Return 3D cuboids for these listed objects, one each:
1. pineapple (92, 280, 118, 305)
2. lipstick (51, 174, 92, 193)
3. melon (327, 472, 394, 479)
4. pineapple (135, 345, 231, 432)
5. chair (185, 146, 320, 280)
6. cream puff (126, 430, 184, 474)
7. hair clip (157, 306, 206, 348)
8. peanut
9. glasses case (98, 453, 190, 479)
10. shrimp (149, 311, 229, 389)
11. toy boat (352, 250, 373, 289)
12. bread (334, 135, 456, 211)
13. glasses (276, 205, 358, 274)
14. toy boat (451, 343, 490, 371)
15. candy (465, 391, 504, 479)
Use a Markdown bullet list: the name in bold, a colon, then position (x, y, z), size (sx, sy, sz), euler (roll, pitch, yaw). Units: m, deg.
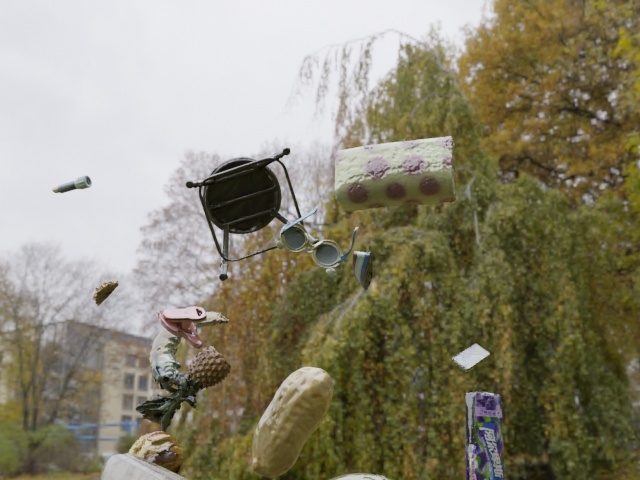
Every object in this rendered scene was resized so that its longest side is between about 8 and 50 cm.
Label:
- **pineapple**: position (-0.555, 0.130, 1.800), size (0.083, 0.019, 0.045), euler (-45, -38, -4)
- **lipstick**: position (-0.696, -0.150, 1.953), size (0.116, 0.037, 0.037), euler (-15, -22, 13)
- **melon**: position (0.093, 0.637, 1.515), size (0.330, 0.268, 0.268), euler (17, -23, -13)
- **pineapple**: position (-0.388, 0.424, 2.007), size (0.119, 0.277, 0.130), euler (32, -24, 34)
- **chair**: position (-0.262, -0.126, 2.525), size (0.365, 0.362, 0.410), euler (-20, 16, -8)
- **cream puff**: position (-0.368, 0.478, 1.535), size (0.133, 0.104, 0.119), euler (-22, -36, -15)
- **hair clip**: position (-0.402, 0.248, 2.016), size (0.138, 0.123, 0.102), euler (-2, -61, -29)
- **peanut**: position (-0.094, 0.570, 2.208), size (0.169, 0.387, 0.192), euler (33, 1, 24)
- **glasses case**: position (-0.302, 0.498, 1.275), size (0.098, 0.156, 0.425), euler (9, -8, -38)
- **shrimp**: position (-0.425, 0.311, 2.166), size (0.185, 0.287, 0.068), euler (34, -21, 42)
- **toy boat**: position (0.112, 0.071, 1.826), size (0.046, 0.080, 0.229), euler (17, -17, 12)
- **bread**: position (0.214, -0.190, 1.995), size (0.338, 0.187, 0.155), euler (-5, -28, 14)
- **glasses**: position (0.009, -0.024, 1.854), size (0.190, 0.088, 0.220), euler (28, -39, -10)
- **toy boat**: position (0.454, 0.353, 2.115), size (0.115, 0.063, 0.016), euler (-22, -49, -35)
- **candy**: position (0.399, 0.527, 1.704), size (0.088, 0.312, 0.061), euler (9, -21, -19)
